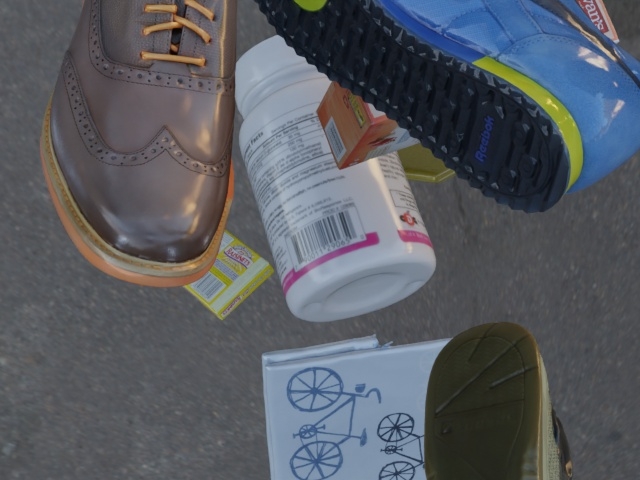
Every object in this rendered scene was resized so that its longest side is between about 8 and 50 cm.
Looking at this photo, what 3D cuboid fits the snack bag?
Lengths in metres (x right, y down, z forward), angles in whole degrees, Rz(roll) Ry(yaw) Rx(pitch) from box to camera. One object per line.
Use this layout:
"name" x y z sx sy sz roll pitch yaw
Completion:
"snack bag" 0.085 0.272 1.687 0.342 0.323 0.037 -8 36 -7

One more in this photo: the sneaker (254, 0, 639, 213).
"sneaker" 0.045 -0.097 0.447 0.082 0.069 0.209 -36 66 -28

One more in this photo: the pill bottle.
"pill bottle" 0.005 -0.071 1.163 0.160 0.160 0.283 -19 69 3

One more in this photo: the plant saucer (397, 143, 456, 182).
"plant saucer" 0.103 -0.152 1.525 0.333 0.333 0.081 6 79 -15

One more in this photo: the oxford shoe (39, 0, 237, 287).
"oxford shoe" -0.115 -0.131 0.742 0.130 0.133 0.363 6 48 -19

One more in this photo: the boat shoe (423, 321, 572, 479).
"boat shoe" 0.085 0.146 0.504 0.080 0.073 0.223 -17 46 32

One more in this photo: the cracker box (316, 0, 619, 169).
"cracker box" 0.123 -0.143 0.968 0.232 0.156 0.067 -20 83 -12

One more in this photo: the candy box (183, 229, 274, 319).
"candy box" -0.168 0.026 1.592 0.105 0.027 0.206 -42 48 -14
